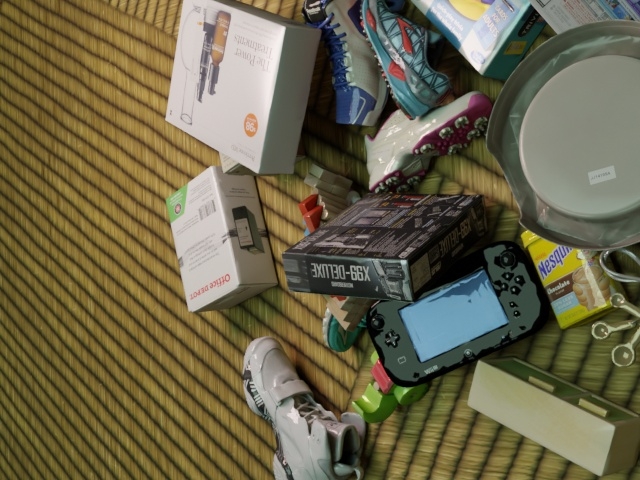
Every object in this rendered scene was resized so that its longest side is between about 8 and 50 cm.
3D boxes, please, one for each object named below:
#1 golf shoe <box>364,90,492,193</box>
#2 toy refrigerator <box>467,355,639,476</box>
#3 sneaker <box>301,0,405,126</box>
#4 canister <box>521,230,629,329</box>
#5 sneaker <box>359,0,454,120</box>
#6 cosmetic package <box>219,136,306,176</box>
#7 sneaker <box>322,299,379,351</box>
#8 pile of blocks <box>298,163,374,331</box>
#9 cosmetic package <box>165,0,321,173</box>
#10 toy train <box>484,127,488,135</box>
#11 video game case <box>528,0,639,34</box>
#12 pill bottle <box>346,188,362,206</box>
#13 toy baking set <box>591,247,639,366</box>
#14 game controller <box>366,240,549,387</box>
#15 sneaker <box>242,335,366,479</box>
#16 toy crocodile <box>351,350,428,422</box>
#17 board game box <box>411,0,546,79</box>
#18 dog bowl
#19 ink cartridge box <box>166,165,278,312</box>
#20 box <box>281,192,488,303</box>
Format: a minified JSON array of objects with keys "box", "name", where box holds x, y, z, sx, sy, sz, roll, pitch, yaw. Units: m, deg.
[{"box":[0.183,-0.205,1.759,0.306,0.115,0.140,-36,61,40],"name":"golf shoe"},{"box":[0.379,0.274,1.547,0.269,0.102,0.094,24,108,46],"name":"toy refrigerator"},{"box":[0.042,-0.384,1.834,0.127,0.182,0.316,9,88,58],"name":"sneaker"},{"box":[0.410,0.044,1.536,0.126,0.073,0.170,-35,66,42],"name":"canister"},{"box":[0.161,-0.347,1.719,0.125,0.104,0.262,-25,73,12],"name":"sneaker"},{"box":[-0.151,-0.301,2.095,0.129,0.153,0.296,-27,72,44],"name":"cosmetic package"},{"box":[0.094,0.124,1.866,0.110,0.107,0.275,47,123,27],"name":"sneaker"},{"box":[0.000,0.000,1.843,0.149,0.112,0.362,-39,48,33],"name":"pile of blocks"},{"box":[-0.167,-0.325,1.918,0.377,0.097,0.285,31,118,46],"name":"cosmetic package"},{"box":[0.314,-0.215,1.676,0.017,0.023,0.083,50,124,35],"name":"toy train"},{"box":[0.434,-0.392,1.479,0.212,0.023,0.193,49,129,2],"name":"video game case"},{"box":[0.052,-0.087,1.949,0.083,0.043,0.043,32,113,42],"name":"pill bottle"},{"box":[0.507,0.088,1.413,0.196,0.030,0.256,7,86,26],"name":"toy baking set"},{"box":[0.231,0.130,1.640,0.319,0.067,0.167,-29,68,25],"name":"game controller"},{"box":[-0.026,0.354,1.972,0.210,0.137,0.366,-30,74,43],"name":"sneaker"},{"box":[0.170,0.206,1.773,0.341,0.105,0.115,-56,52,31],"name":"toy crocodile"},{"box":[0.318,-0.488,1.632,0.254,0.079,0.336,55,127,32],"name":"board game box"},{"box":[0.429,-0.148,1.432,0.348,0.102,0.349,-8,76,32],"name":"dog bowl"},{"box":[-0.232,0.001,2.202,0.211,0.121,0.289,-28,70,44],"name":"ink cartridge box"},{"box":[0.117,0.002,1.645,0.242,0.307,0.077,2,113,33],"name":"box"}]
